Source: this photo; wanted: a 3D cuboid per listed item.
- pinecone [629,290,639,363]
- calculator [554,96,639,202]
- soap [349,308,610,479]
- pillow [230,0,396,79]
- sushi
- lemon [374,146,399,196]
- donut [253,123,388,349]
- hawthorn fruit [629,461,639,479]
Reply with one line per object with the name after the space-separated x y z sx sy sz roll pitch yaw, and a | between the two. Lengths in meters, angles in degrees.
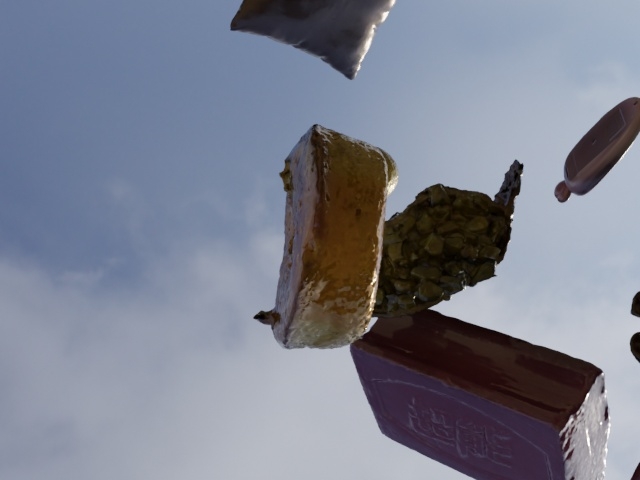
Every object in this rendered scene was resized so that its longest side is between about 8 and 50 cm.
0.519 0.135 1.050 0.309 0.244 0.244 23 -137 -13 | pinecone
0.349 -0.112 1.071 0.024 0.166 0.103 30 -147 -11 | calculator
0.235 0.241 1.246 0.359 0.233 0.128 16 -130 41 | soap
0.018 -0.494 1.664 0.307 0.305 0.108 16 -152 -31 | pillow
0.173 0.007 1.235 0.296 0.179 0.167 -17 -103 -7 | sushi
0.088 -0.119 1.574 0.109 0.109 0.133 39 -130 22 | lemon
0.000 0.001 0.885 0.118 0.254 0.254 8 -135 -2 | donut
0.344 0.262 0.780 0.148 0.172 0.148 21 -149 -13 | hawthorn fruit
